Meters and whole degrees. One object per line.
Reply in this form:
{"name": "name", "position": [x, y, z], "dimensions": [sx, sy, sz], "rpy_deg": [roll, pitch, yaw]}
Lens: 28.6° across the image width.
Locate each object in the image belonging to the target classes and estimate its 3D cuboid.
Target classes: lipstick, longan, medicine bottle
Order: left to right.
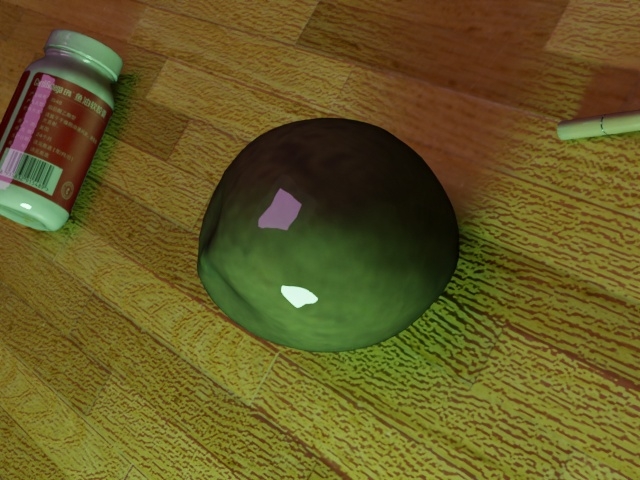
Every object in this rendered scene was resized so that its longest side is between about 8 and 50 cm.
{"name": "medicine bottle", "position": [-0.357, -0.146, 1.671], "dimensions": [0.131, 0.131, 0.250], "rpy_deg": [5, 69, 48]}
{"name": "longan", "position": [0.000, 0.000, 1.116], "dimensions": [0.246, 0.246, 0.215], "rpy_deg": [-29, 54, 32]}
{"name": "lipstick", "position": [0.248, -0.100, 1.084], "dimensions": [0.094, 0.019, 0.019], "rpy_deg": [-4, 64, 45]}
